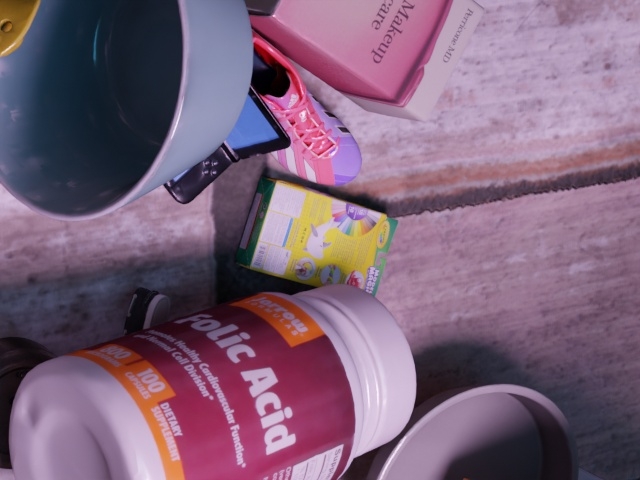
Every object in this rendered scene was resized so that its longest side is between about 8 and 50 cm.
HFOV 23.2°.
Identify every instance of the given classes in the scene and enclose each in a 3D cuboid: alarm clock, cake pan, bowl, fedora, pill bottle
[{"bbox_3d":[-0.295,0.165,1.602,0.192,0.064,0.129,-11,107,-33],"label":"alarm clock"},{"bbox_3d":[0.170,0.296,1.832,0.293,0.054,0.293,-10,113,-26],"label":"cake pan"},{"bbox_3d":[-0.184,-0.176,1.477,0.163,0.312,0.311,-4,104,-51],"label":"bowl"},{"bbox_3d":[0.135,0.257,1.879,0.194,0.079,0.194,-10,113,-26],"label":"fedora"},{"bbox_3d":[-0.098,0.179,1.598,0.392,0.224,0.224,-17,111,-43],"label":"pill bottle"}]

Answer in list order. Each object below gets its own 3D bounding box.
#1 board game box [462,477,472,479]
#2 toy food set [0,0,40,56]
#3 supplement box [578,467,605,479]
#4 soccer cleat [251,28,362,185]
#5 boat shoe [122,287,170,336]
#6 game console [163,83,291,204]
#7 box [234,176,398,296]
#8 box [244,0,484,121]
[{"bbox_3d":[0.329,0.509,1.695,0.356,0.356,0.356,33,71,-34],"label":"board game box"},{"bbox_3d":[-0.357,-0.224,1.442,0.218,0.071,0.128,20,79,11],"label":"toy food set"},{"bbox_3d":[0.277,0.384,1.977,0.114,0.111,0.220,26,87,-33],"label":"supplement box"},{"bbox_3d":[-0.033,-0.138,1.670,0.083,0.095,0.248,-50,120,-10],"label":"soccer cleat"},{"bbox_3d":[-0.196,0.111,1.663,0.046,0.038,0.125,-7,116,-60],"label":"boat shoe"},{"bbox_3d":[-0.126,-0.118,1.622,0.124,0.085,0.144,-44,120,-14],"label":"game console"},{"bbox_3d":[0.000,0.000,1.757,0.179,0.043,0.105,17,92,-31],"label":"box"},{"bbox_3d":[0.034,-0.248,1.668,0.232,0.127,0.148,30,84,-33],"label":"box"}]
